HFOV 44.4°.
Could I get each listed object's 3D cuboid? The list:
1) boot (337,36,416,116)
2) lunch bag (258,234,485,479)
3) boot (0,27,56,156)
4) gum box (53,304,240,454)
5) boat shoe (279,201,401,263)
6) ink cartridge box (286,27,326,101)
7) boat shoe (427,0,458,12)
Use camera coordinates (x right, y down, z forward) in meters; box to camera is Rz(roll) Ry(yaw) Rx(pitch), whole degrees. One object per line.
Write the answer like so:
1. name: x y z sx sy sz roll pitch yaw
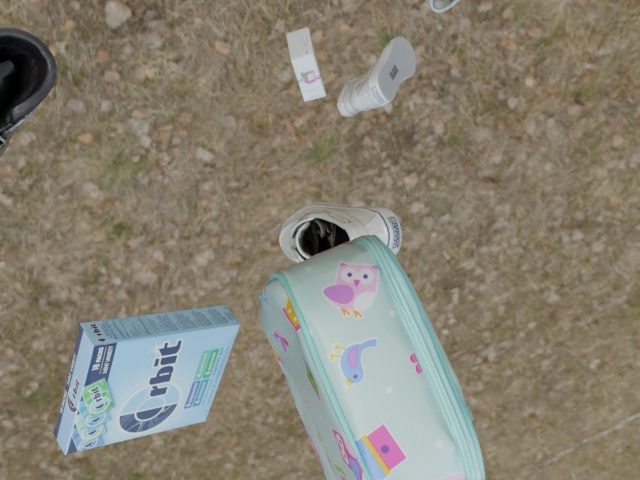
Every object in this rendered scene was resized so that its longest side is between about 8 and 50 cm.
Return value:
1. boot: 0.117 -0.357 1.709 0.123 0.258 0.095 -16 115 34
2. lunch bag: 0.035 0.126 0.675 0.107 0.224 0.279 -24 171 -10
3. boot: -0.354 -0.042 0.663 0.118 0.222 0.338 31 91 -26
4. gum box: -0.196 0.156 0.897 0.184 0.041 0.157 -3 125 -41
5. boat shoe: 0.000 0.000 1.083 0.088 0.096 0.267 -11 -171 -32
6. ink cartridge box: -0.030 -0.370 1.653 0.052 0.089 0.122 -14 143 4
7. boat shoe: 0.243 -0.458 1.165 0.118 0.103 0.320 16 163 -16
